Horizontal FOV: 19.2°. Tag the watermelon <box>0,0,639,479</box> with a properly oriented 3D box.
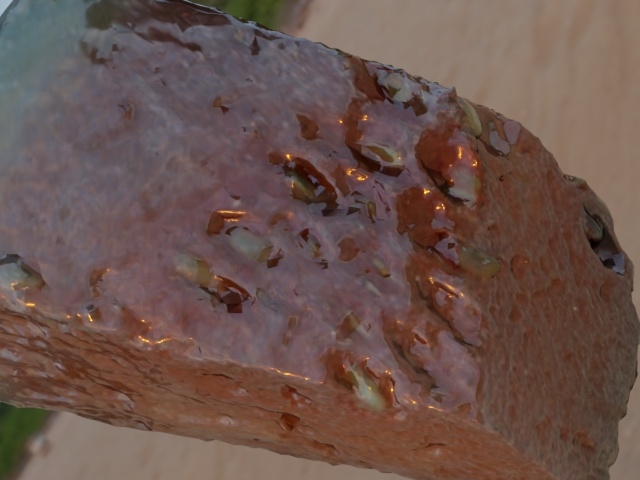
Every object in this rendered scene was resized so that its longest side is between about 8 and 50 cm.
[{"bbox_3d":[0.000,0.000,0.675,0.193,0.256,0.140,-58,-19,-23],"label":"watermelon"}]
